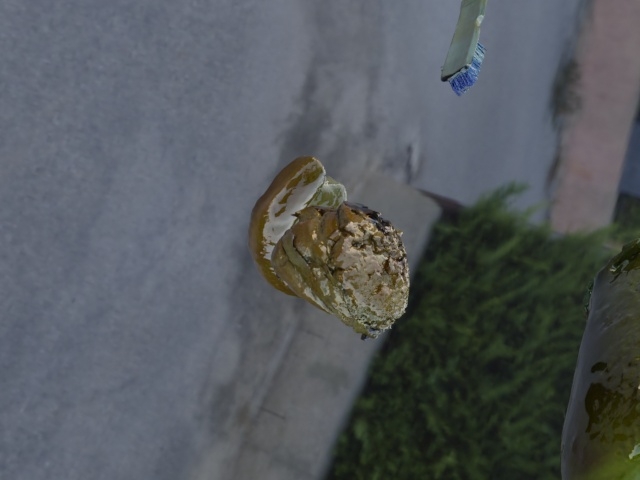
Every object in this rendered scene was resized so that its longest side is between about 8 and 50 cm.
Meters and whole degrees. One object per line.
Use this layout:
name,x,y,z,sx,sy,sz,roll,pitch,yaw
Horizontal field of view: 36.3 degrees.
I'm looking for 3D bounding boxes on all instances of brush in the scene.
brush,0.149,-0.200,0.967,0.030,0.033,0.178,45,36,-19

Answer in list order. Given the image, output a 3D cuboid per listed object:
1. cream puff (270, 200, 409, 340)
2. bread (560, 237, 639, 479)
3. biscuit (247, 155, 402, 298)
cream puff,0.025,0.020,0.867,0.104,0.133,0.119,-47,145,3
bread,0.359,0.152,0.965,0.251,0.208,0.376,-37,-166,38
biscuit,-0.004,0.002,1.149,0.154,0.045,0.299,-41,150,8
